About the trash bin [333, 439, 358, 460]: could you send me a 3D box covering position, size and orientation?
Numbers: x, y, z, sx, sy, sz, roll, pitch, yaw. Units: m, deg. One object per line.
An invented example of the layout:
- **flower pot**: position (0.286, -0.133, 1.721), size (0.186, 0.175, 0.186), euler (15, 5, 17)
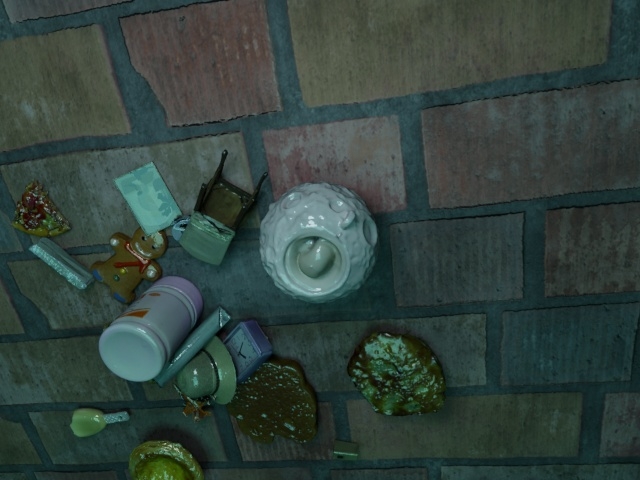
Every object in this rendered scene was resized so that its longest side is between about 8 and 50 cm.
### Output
- **trash bin**: position (0.095, 0.798, 1.661), size (0.092, 0.061, 0.043), euler (4, 112, 2)

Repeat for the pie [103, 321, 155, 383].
- **pie**: position (-0.627, 0.379, 1.481), size (0.055, 0.274, 0.274), euler (-43, 103, -10)

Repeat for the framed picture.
- **framed picture**: position (-0.534, -0.128, 1.368), size (0.135, 0.010, 0.201), euler (-25, 107, -1)

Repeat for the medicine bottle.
- **medicine bottle**: position (-0.520, 0.267, 1.381), size (0.202, 0.316, 0.202), euler (3, 111, 7)

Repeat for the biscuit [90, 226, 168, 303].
- **biscuit**: position (-0.632, 0.069, 1.462), size (0.324, 0.049, 0.205), euler (-37, 103, 17)

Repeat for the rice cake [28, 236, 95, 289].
- **rice cake**: position (-0.865, 0.076, 1.471), size (0.226, 0.085, 0.040), euler (43, 103, -10)

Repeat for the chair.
- **chair**: position (-0.291, -0.086, 1.295), size (0.160, 0.186, 0.319), euler (28, 142, -9)

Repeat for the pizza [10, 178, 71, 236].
- **pizza**: position (-0.935, -0.099, 1.423), size (0.200, 0.053, 0.193), euler (-3, 112, 8)

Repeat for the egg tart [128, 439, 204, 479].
- **egg tart**: position (-0.605, 0.902, 1.753), size (0.318, 0.128, 0.319), euler (2, 111, 4)

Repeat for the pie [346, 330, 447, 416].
- **pie**: position (0.260, 0.449, 1.476), size (0.288, 0.103, 0.355), euler (-35, 100, 19)

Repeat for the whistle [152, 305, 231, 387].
- **whistle**: position (-0.422, 0.344, 1.435), size (0.062, 0.312, 0.062), euler (32, 149, 22)

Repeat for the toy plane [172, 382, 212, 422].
- **toy plane**: position (-0.493, 0.606, 1.661), size (0.135, 0.062, 0.188), euler (-35, 90, 19)

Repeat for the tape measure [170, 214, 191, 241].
- **tape measure**: position (-0.422, -0.036, 1.383), size (0.094, 0.054, 0.091), euler (-23, 115, -4)

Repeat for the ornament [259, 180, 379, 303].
- **ornament**: position (0.000, 0.000, 1.215), size (0.336, 0.337, 0.338), euler (2, 112, 6)

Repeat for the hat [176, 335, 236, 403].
- **hat**: position (-0.411, 0.449, 1.475), size (0.257, 0.130, 0.258), euler (9, 103, 42)

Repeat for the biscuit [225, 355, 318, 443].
- **biscuit**: position (-0.165, 0.597, 1.603), size (0.358, 0.074, 0.381), euler (-38, 104, 19)

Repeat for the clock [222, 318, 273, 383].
- **clock**: position (-0.266, 0.379, 1.493), size (0.193, 0.073, 0.145), euler (-48, 66, 22)

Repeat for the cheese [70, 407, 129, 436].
- **cheese**: position (-0.882, 0.715, 1.752), size (0.255, 0.050, 0.127), euler (-14, 108, 10)
